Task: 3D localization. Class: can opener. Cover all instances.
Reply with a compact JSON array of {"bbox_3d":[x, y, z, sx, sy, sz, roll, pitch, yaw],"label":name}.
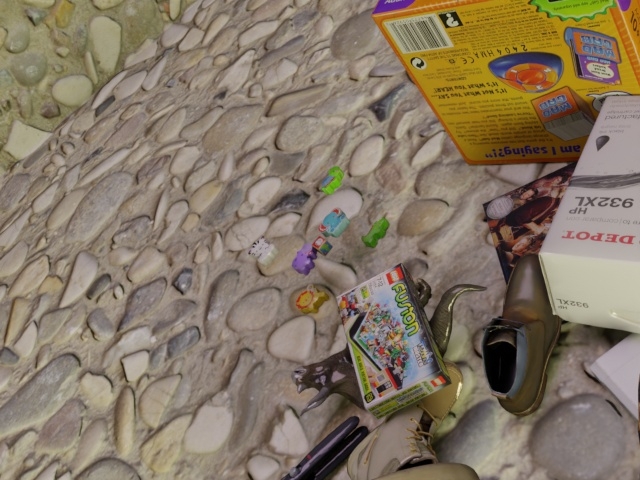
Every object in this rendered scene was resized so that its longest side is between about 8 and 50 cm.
[{"bbox_3d":[-0.008,0.324,1.117,0.186,0.059,0.073,-45,39,-3],"label":"can opener"}]

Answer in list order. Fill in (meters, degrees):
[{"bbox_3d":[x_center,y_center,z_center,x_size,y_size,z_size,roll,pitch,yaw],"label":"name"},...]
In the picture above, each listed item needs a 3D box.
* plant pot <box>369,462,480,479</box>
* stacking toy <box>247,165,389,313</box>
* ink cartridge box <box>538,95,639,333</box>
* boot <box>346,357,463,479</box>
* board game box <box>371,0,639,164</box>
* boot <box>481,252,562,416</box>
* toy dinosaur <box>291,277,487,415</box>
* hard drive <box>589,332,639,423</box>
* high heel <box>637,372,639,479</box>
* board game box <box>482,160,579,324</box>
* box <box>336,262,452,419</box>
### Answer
[{"bbox_3d":[0.078,0.431,0.793,0.323,0.323,0.280,-32,58,12],"label":"plant pot"},{"bbox_3d":[0.000,0.000,1.323,0.221,0.167,0.052,-49,40,-7],"label":"stacking toy"},{"bbox_3d":[0.434,-0.041,0.972,0.223,0.129,0.307,7,51,36],"label":"ink cartridge box"},{"bbox_3d":[0.128,0.254,0.999,0.213,0.077,0.165,-49,8,-5],"label":"boot"},{"bbox_3d":[0.365,-0.368,1.205,0.356,0.356,0.356,3,57,41],"label":"board game box"},{"bbox_3d":[0.260,0.113,1.003,0.082,0.106,0.219,0,75,28],"label":"boot"},{"bbox_3d":[0.114,0.157,1.152,0.313,0.121,0.160,-19,56,18],"label":"toy dinosaur"},{"bbox_3d":[0.475,0.188,0.858,0.203,0.040,0.307,-38,39,5],"label":"hard drive"},{"bbox_3d":[0.314,0.271,0.837,0.186,0.093,0.261,-20,60,34],"label":"high heel"},{"bbox_3d":[0.342,0.007,1.131,0.165,0.042,0.243,-26,42,19],"label":"board game box"},{"bbox_3d":[0.095,0.133,1.067,0.114,0.036,0.207,-30,39,12],"label":"box"}]
